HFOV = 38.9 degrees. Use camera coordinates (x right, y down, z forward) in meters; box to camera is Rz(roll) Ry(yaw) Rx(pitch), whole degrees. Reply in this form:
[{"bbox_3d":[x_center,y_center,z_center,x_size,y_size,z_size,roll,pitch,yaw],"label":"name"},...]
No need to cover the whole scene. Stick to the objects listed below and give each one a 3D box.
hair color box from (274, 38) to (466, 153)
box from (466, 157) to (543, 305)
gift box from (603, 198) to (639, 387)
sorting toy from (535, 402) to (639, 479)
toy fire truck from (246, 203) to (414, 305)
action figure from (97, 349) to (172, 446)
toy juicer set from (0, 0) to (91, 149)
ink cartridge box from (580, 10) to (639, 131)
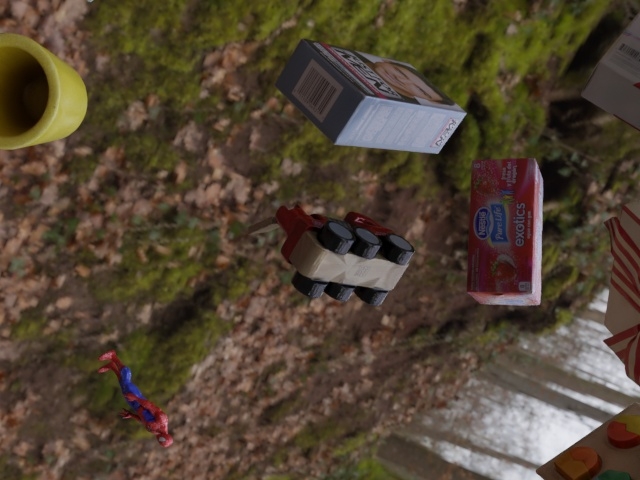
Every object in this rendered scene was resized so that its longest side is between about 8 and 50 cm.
[{"bbox_3d":[0.106,-0.273,1.766,0.374,0.185,0.114,-3,133,-54],"label":"hair color box"},{"bbox_3d":[0.346,-0.014,1.691,0.128,0.122,0.257,34,58,-66],"label":"box"},{"bbox_3d":[0.512,0.071,1.186,0.276,0.258,0.255,-126,-158,-51],"label":"gift box"},{"bbox_3d":[0.429,0.315,1.294,0.193,0.038,0.208,-31,-162,-9],"label":"sorting toy"},{"bbox_3d":[0.000,0.000,1.552,0.246,0.217,0.159,51,-61,40],"label":"toy fire truck"},{"bbox_3d":[-0.184,0.162,0.905,0.030,0.115,0.038,-29,152,-38],"label":"action figure"},{"bbox_3d":[-0.264,-0.214,0.562,0.209,0.329,0.089,-62,172,8],"label":"toy juicer set"},{"bbox_3d":[0.487,-0.251,1.343,0.175,0.127,0.072,-46,164,-33],"label":"ink cartridge box"}]
